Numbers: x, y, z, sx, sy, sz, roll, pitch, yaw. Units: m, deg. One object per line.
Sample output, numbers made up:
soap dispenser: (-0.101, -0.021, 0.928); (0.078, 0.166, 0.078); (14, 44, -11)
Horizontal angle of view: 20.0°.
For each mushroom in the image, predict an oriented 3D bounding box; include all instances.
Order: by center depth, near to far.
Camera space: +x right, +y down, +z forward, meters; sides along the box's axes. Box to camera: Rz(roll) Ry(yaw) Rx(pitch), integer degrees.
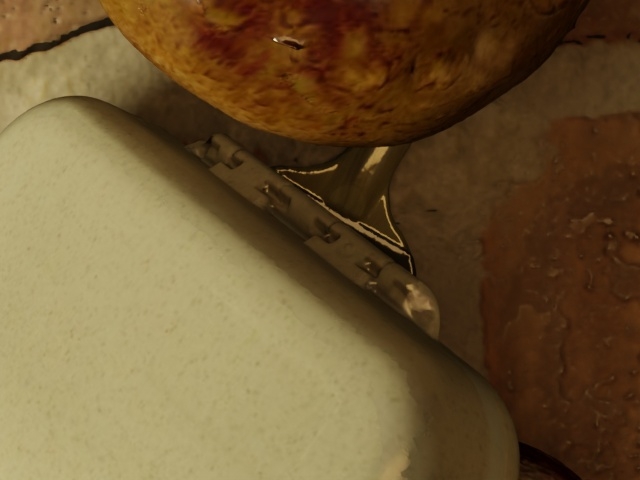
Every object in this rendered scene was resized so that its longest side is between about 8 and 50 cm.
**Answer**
mushroom: (0.014, -0.220, 0.943); (0.345, 0.239, 0.345); (-8, 118, -15)

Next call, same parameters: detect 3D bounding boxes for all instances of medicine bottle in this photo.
medicine bottle: (-0.086, 0.095, 0.924); (0.375, 0.123, 0.282); (37, 98, 40)

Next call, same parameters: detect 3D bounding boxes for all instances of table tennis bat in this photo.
table tennis bat: (0.000, 0.000, 1.059); (0.138, 0.022, 0.246); (30, 97, -2)

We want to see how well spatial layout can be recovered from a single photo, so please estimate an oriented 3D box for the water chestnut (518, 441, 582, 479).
water chestnut: (0.055, 0.210, 0.979); (0.224, 0.238, 0.223); (2, 122, 3)
